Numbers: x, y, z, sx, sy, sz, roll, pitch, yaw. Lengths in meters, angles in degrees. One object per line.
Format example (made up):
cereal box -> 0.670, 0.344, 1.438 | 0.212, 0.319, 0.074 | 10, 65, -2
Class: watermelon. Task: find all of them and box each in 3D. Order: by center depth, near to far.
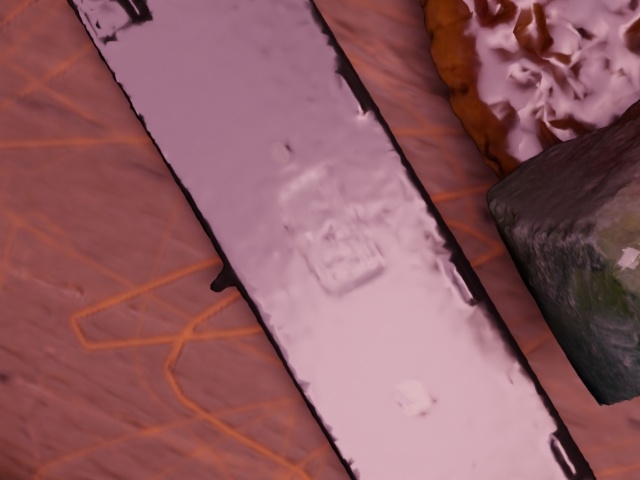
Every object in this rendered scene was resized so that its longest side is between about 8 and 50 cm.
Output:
watermelon -> 0.178, -0.047, 0.556 | 0.241, 0.154, 0.094 | -39, 92, -6

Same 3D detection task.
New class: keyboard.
keyboard -> 0.000, 0.000, 0.671 | 0.106, 0.027, 0.317 | -30, 92, -3

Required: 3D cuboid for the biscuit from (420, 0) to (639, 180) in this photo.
biscuit -> 0.211, -0.116, 0.641 | 0.334, 0.081, 0.289 | 20, 94, 3
